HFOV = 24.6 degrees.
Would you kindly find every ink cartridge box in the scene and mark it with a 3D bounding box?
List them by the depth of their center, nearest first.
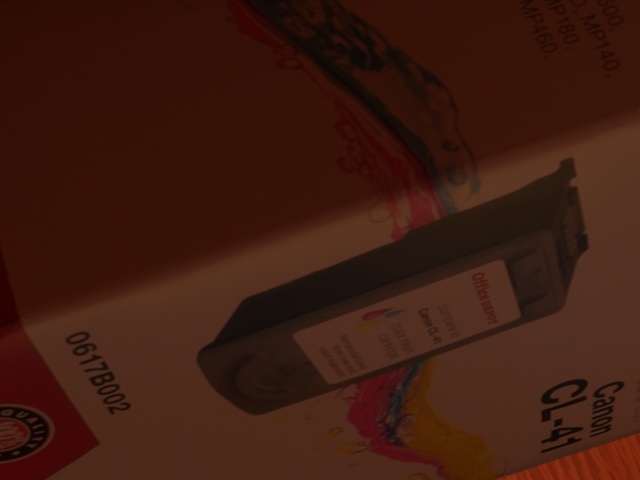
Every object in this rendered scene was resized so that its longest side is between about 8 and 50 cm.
[{"bbox_3d":[0.000,0.000,0.488,0.306,0.131,0.226,-17,149,-1],"label":"ink cartridge box"}]
